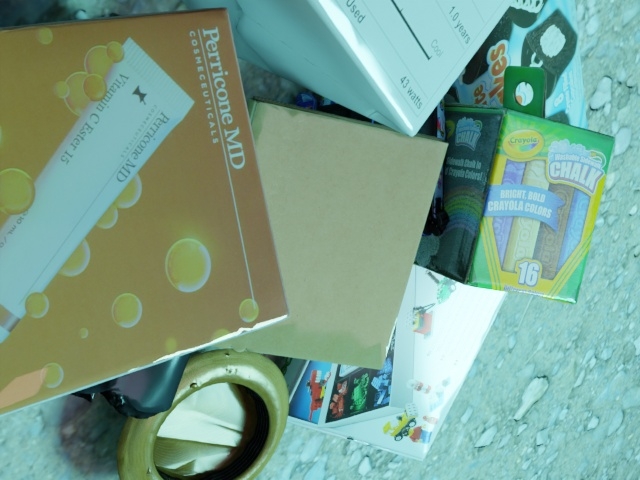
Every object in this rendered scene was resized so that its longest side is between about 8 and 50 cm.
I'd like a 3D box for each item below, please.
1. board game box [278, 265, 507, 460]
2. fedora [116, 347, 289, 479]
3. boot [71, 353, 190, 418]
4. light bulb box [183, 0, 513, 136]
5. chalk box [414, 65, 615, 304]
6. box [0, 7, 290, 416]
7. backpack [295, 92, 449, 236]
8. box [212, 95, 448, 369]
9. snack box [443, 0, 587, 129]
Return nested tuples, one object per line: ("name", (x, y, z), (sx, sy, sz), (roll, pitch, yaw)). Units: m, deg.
("board game box", (0.090, 0.073, 1.179), (0.193, 0.053, 0.305), (21, 100, -25))
("fedora", (-0.121, 0.171, 1.052), (0.194, 0.079, 0.194), (-21, 126, -32))
("boot", (-0.103, 0.049, 0.932), (0.247, 0.094, 0.207), (15, 104, -23))
("light bulb box", (0.023, -0.331, 0.746), (0.361, 0.225, 0.358), (-54, 142, -8))
("chalk box", (0.184, -0.061, 1.070), (0.132, 0.132, 0.213), (12, 94, -25))
("box", (-0.217, -0.009, 0.676), (0.345, 0.168, 0.214), (-17, 98, -39))
("backpack", (0.049, -0.102, 1.024), (0.158, 0.117, 0.173), (35, 58, -54))
("box", (0.000, 0.000, 0.882), (0.165, 0.021, 0.201), (10, 104, -19))
("snack box", (0.196, -0.180, 1.180), (0.187, 0.060, 0.322), (-42, 140, -18))
